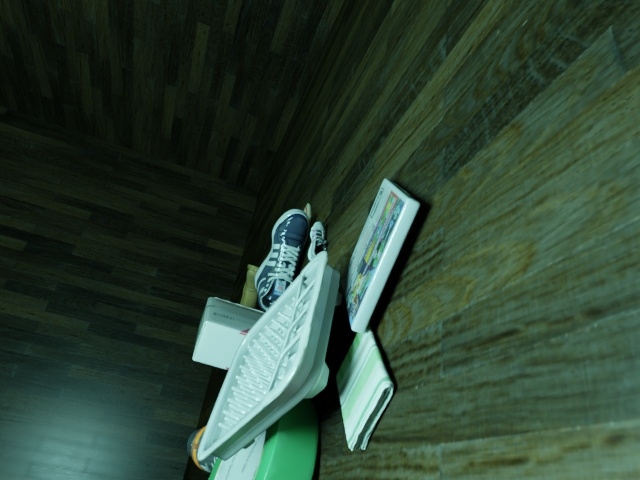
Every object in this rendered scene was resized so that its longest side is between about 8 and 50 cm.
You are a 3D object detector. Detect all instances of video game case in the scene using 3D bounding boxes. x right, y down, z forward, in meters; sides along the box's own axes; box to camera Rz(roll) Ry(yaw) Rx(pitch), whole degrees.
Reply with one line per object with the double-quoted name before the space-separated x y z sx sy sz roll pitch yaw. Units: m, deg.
"video game case" 0.084 0.014 0.710 0.183 0.023 0.201 -97 28 -74

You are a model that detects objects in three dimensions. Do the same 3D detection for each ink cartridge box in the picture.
"ink cartridge box" -0.254 0.279 1.374 0.283 0.207 0.117 -149 79 -77

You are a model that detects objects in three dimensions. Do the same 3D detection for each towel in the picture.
"towel" 0.059 0.192 0.635 0.152 0.023 0.113 -102 34 -68

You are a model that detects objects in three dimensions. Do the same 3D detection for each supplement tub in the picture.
"supplement tub" -0.220 0.472 1.049 0.197 0.106 0.106 -11 57 42

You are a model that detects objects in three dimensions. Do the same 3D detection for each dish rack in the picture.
"dish rack" -0.072 0.200 0.774 0.333 0.072 0.286 -47 17 34

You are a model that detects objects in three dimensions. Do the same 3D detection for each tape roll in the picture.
"tape roll" -0.116 0.414 0.803 0.321 0.077 0.321 -56 13 21

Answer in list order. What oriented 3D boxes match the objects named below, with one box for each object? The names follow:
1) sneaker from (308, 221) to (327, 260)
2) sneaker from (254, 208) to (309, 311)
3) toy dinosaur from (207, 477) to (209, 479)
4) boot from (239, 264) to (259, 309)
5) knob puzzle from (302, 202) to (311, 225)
"sneaker" 0.000 0.000 1.081 0.069 0.038 0.098 153 124 -70
"sneaker" -0.096 0.064 1.242 0.282 0.099 0.153 -63 23 25
"toy dinosaur" -0.199 0.591 0.957 0.295 0.127 0.200 -33 34 61
"boot" -0.266 0.240 1.756 0.236 0.089 0.270 117 168 -75
"knob puzzle" -0.071 -0.021 1.401 0.213 0.030 0.213 -162 90 -77
